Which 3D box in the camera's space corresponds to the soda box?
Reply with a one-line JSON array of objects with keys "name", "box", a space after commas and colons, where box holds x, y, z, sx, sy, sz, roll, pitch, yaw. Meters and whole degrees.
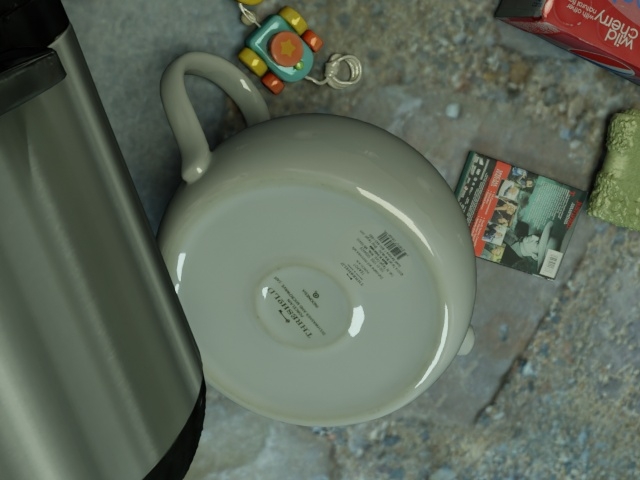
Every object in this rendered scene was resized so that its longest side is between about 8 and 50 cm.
[{"name": "soda box", "box": [0.287, -0.178, 0.983, 0.263, 0.083, 0.092, 20, 96, -21]}]

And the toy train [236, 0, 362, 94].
[{"name": "toy train", "box": [-0.011, -0.195, 0.904, 0.125, 0.046, 0.166, -9, 105, -15]}]

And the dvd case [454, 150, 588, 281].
[{"name": "dvd case", "box": [0.169, -0.020, 1.018, 0.120, 0.013, 0.087, 17, 97, -19]}]

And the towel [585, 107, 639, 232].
[{"name": "towel", "box": [0.313, -0.055, 1.049, 0.148, 0.027, 0.110, 10, 100, -21]}]

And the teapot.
[{"name": "teapot", "box": [0.000, 0.000, 0.886, 0.253, 0.187, 0.256, 7, 121, 7]}]

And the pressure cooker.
[{"name": "pressure cooker", "box": [-0.296, -0.008, 0.683, 0.370, 0.375, 0.420, -18, 112, -2]}]
